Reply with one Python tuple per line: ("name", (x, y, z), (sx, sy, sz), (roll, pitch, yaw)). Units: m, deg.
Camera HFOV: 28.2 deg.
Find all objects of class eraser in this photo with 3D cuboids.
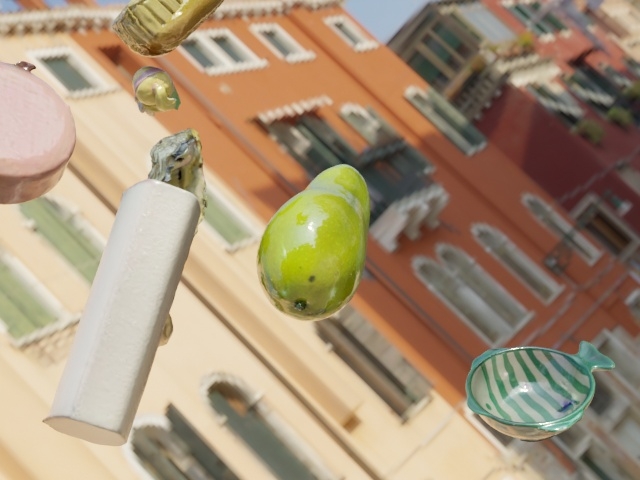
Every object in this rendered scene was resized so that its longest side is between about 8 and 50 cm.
("eraser", (-0.215, 0.082, 1.392), (0.174, 0.095, 0.270), (144, 143, -68))

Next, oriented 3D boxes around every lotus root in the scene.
("lotus root", (-0.255, 0.130, 1.897), (0.073, 0.062, 0.150), (-25, -11, -12))

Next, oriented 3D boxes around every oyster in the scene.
("oyster", (-0.226, -0.068, 1.898), (0.133, 0.072, 0.209), (0, -86, -62))

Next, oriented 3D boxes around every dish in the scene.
("dish", (0.340, 0.246, 1.992), (0.246, 0.224, 0.078), (-20, -57, -19))

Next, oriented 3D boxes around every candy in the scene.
("candy", (-0.500, -0.173, 1.970), (0.255, 0.255, 0.094), (-34, -16, -45))

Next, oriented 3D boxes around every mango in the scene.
("mango", (0.000, 0.000, 1.770), (0.293, 0.143, 0.175), (-64, -20, -55))

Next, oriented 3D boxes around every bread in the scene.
("bread", (-0.233, -0.391, 2.090), (0.236, 0.106, 0.140), (-50, 14, -31))

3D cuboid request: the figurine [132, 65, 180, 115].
("figurine", (-0.269, -0.236, 2.109), (0.083, 0.083, 0.187), (-44, -4, -11))
